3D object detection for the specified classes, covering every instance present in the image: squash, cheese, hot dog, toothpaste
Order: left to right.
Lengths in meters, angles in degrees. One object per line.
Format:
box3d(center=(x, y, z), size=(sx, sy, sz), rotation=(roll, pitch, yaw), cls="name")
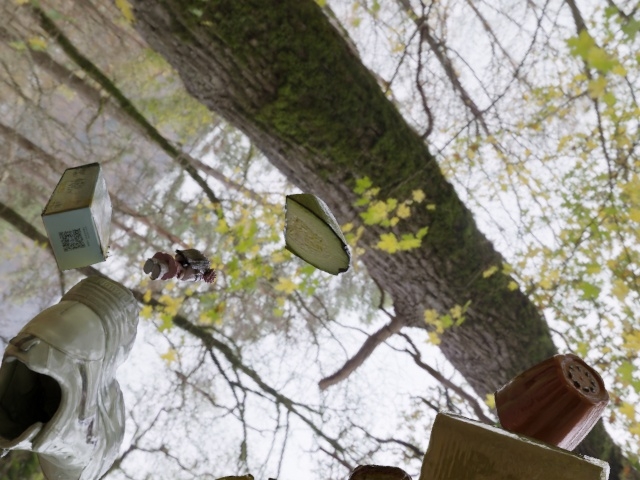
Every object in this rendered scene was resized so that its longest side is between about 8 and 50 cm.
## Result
box3d(center=(-0.361, -0.048, 0.948), size=(0.070, 0.089, 0.313), rotation=(-15, -159, -11), cls="toothpaste")
box3d(center=(0.012, -0.017, 1.362), size=(0.085, 0.184, 0.192), rotation=(-46, 159, -30), cls="squash")
box3d(center=(0.133, 0.644, 1.402), size=(0.175, 0.114, 0.259), rotation=(2, -112, 9), cls="hot dog")
box3d(center=(0.244, 0.400, 0.858), size=(0.242, 0.124, 0.266), rotation=(12, -98, 29), cls="cheese")

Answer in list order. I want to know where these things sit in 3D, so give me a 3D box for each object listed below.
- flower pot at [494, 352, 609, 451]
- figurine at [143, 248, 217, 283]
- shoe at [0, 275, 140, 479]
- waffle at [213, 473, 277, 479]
box3d(center=(0.486, 0.330, 1.279), size=(0.173, 0.190, 0.191), rotation=(-57, -163, 34), cls="flower pot")
box3d(center=(-0.230, 0.044, 1.033), size=(0.072, 0.129, 0.054), rotation=(30, -79, 26), cls="figurine")
box3d(center=(-0.362, 0.228, 0.828), size=(0.210, 0.132, 0.342), rotation=(-41, 149, -66), cls="shoe")
box3d(center=(-0.011, 0.265, 0.475), size=(0.291, 0.291, 0.051), rotation=(-120, -140, -65), cls="waffle")
